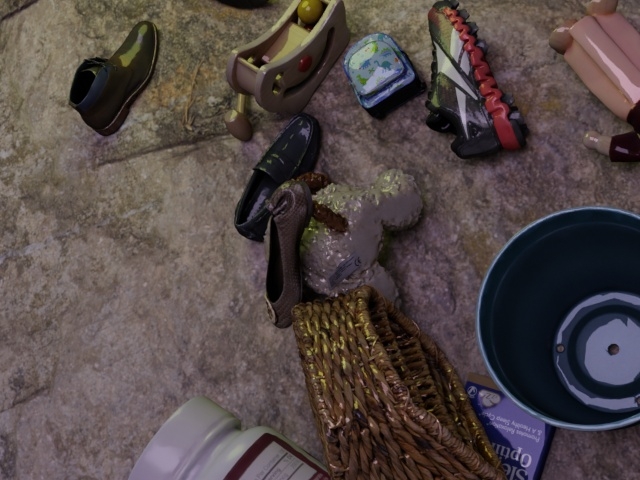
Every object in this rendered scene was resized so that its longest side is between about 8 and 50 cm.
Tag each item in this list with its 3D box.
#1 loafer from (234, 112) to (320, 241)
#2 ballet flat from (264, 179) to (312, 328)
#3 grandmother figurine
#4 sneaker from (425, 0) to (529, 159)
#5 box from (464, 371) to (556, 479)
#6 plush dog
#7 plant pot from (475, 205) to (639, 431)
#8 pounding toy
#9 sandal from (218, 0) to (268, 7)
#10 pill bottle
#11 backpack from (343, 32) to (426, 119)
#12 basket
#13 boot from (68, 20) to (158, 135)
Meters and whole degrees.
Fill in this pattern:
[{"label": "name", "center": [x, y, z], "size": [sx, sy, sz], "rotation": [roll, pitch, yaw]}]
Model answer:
[{"label": "loafer", "center": [-0.069, -0.104, 1.782], "size": [0.076, 0.078, 0.223], "rotation": [25, 85, 26]}, {"label": "ballet flat", "center": [-0.058, 0.024, 1.587], "size": [0.058, 0.250, 0.084], "rotation": [-11, 42, -26]}, {"label": "grandmother figurine", "center": [0.462, -0.191, 1.577], "size": [0.208, 0.104, 0.342], "rotation": [-44, 60, 15]}, {"label": "sneaker", "center": [0.205, -0.239, 1.696], "size": [0.135, 0.097, 0.276], "rotation": [-26, 68, 12]}, {"label": "box", "center": [0.238, 0.309, 1.557], "size": [0.136, 0.036, 0.225], "rotation": [15, 82, 26]}, {"label": "plush dog", "center": [0.000, 0.000, 1.681], "size": [0.225, 0.210, 0.263], "rotation": [-4, 69, 50]}, {"label": "plant pot", "center": [0.360, 0.123, 1.437], "size": [0.271, 0.255, 0.272], "rotation": [-7, 71, 21]}, {"label": "pounding toy", "center": [-0.089, -0.299, 1.806], "size": [0.154, 0.154, 0.270], "rotation": [34, 89, 27]}, {"label": "sandal", "center": [-0.203, -0.492, 1.938], "size": [0.302, 0.120, 0.086], "rotation": [28, 73, 27]}, {"label": "pill bottle", "center": [-0.058, 0.394, 1.510], "size": [0.392, 0.224, 0.224], "rotation": [33, 89, 15]}, {"label": "backpack", "center": [0.090, -0.267, 1.761], "size": [0.105, 0.084, 0.114], "rotation": [-32, 62, 9]}, {"label": "basket", "center": [0.095, 0.184, 1.461], "size": [0.222, 0.214, 0.299], "rotation": [-12, 29, -3]}, {"label": "boot", "center": [-0.356, -0.296, 1.944], "size": [0.082, 0.106, 0.219], "rotation": [19, 83, 26]}]
